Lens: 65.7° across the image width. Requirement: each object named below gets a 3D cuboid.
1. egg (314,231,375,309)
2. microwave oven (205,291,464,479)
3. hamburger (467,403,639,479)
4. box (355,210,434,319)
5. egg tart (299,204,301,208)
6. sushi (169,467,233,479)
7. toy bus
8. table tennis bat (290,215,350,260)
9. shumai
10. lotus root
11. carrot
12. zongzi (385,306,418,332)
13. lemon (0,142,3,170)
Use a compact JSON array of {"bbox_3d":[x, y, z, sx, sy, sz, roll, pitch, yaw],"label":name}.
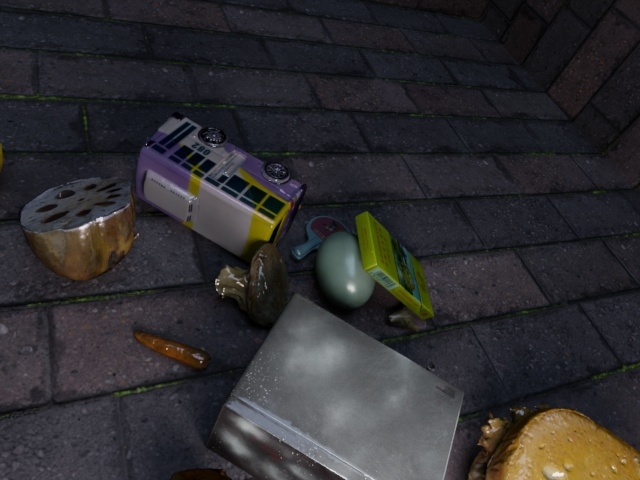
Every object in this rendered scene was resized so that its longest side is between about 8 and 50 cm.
[{"bbox_3d":[0.069,0.082,1.372,0.167,0.168,0.231,2,55,-21],"label":"egg"},{"bbox_3d":[0.037,0.373,1.060,0.431,0.236,0.374,31,47,4],"label":"microwave oven"},{"bbox_3d":[0.503,0.515,1.115,0.444,0.268,0.287,-1,54,-18],"label":"hamburger"},{"bbox_3d":[0.213,0.077,1.397,0.335,0.047,0.187,40,32,-41],"label":"box"},{"bbox_3d":[-0.120,-0.124,1.538,0.128,0.049,0.129,32,7,-5],"label":"egg tart"},{"bbox_3d":[-0.185,0.498,0.852,0.166,0.296,0.179,10,82,-41],"label":"sushi"},{"bbox_3d":[-0.293,-0.140,1.383,0.439,0.209,0.249,31,47,3],"label":"toy bus"},{"bbox_3d":[0.000,0.000,1.509,0.153,0.040,0.244,45,45,16],"label":"table tennis bat"},{"bbox_3d":[-0.173,0.115,1.276,0.152,0.210,0.161,-4,4,14],"label":"shumai"},{"bbox_3d":[-0.547,-0.024,1.178,0.271,0.192,0.272,-9,27,5],"label":"lotus root"},{"bbox_3d":[-0.345,0.250,1.142,0.190,0.047,0.047,19,46,1],"label":"carrot"},{"bbox_3d":[0.231,0.238,1.405,0.076,0.040,0.083,-20,79,-27],"label":"zongzi"},{"bbox_3d":[-0.878,-0.206,1.215,0.180,0.181,0.193,10,15,-15],"label":"lemon"}]
